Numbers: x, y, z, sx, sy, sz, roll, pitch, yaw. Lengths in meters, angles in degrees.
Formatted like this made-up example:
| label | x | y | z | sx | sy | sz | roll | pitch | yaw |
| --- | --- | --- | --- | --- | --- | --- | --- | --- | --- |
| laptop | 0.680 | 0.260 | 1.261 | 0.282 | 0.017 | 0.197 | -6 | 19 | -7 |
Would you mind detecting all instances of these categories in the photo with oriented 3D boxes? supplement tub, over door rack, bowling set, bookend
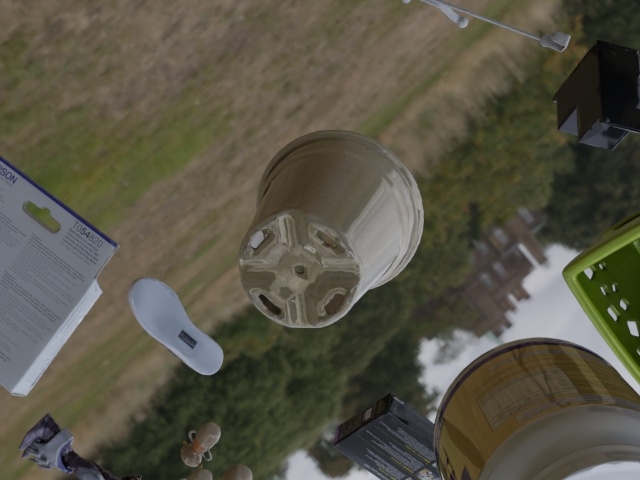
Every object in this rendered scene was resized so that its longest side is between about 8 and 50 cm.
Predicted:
| label | x | y | z | sx | sy | sz | roll | pitch | yaw |
| --- | --- | --- | --- | --- | --- | --- | --- | --- | --- |
| supplement tub | 0.255 | 0.255 | 1.199 | 0.241 | 0.241 | 0.331 | -40 | -169 | 6 |
| over door rack | 0.324 | -0.483 | 2.045 | 0.108 | 0.324 | 0.240 | 15 | 95 | -75 |
| bowling set | -0.224 | 0.517 | 2.269 | 0.200 | 0.287 | 0.154 | -22 | 159 | -47 |
| bookend | 0.427 | -0.197 | 1.802 | 0.156 | 0.072 | 0.157 | 120 | -22 | -56 |

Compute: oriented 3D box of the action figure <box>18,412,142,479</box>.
| label | x | y | z | sx | sy | sz | roll | pitch | yaw |
| --- | --- | --- | --- | --- | --- | --- | --- | --- | --- |
| action figure | -0.377 | 0.412 | 1.992 | 0.099 | 0.285 | 0.185 | -55 | 176 | -7 |

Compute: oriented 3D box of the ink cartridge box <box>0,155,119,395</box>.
| label | x | y | z | sx | sy | sz | roll | pitch | yaw |
| --- | --- | --- | --- | --- | --- | --- | --- | --- | --- |
| ink cartridge box | -0.386 | 0.040 | 1.452 | 0.224 | 0.223 | 0.045 | -54 | 163 | -2 |

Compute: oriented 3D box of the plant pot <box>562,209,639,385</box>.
| label | x | y | z | sx | sy | sz | roll | pitch | yaw |
| --- | --- | --- | --- | --- | --- | --- | --- | --- | --- |
| plant pot | 0.523 | 0.048 | 1.691 | 0.228 | 0.227 | 0.207 | -34 | -177 | 35 |

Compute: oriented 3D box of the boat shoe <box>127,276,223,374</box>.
| label | x | y | z | sx | sy | sz | roll | pitch | yaw |
| --- | --- | --- | --- | --- | --- | --- | --- | --- | --- |
| boat shoe | -0.253 | 0.140 | 1.955 | 0.076 | 0.228 | 0.080 | 13 | -117 | 52 |

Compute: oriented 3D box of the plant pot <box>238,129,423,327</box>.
| label | x | y | z | sx | sy | sz | roll | pitch | yaw |
| --- | --- | --- | --- | --- | --- | --- | --- | --- | --- |
| plant pot | 0.000 | 0.000 | 2.123 | 0.334 | 0.334 | 0.305 | -41 | -173 | 25 |

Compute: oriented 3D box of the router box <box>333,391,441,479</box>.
| label | x | y | z | sx | sy | sz | roll | pitch | yaw |
| --- | --- | --- | --- | --- | --- | --- | --- | --- | --- |
| router box | 0.129 | 0.327 | 1.826 | 0.133 | 0.179 | 0.046 | -38 | -157 | 36 |
